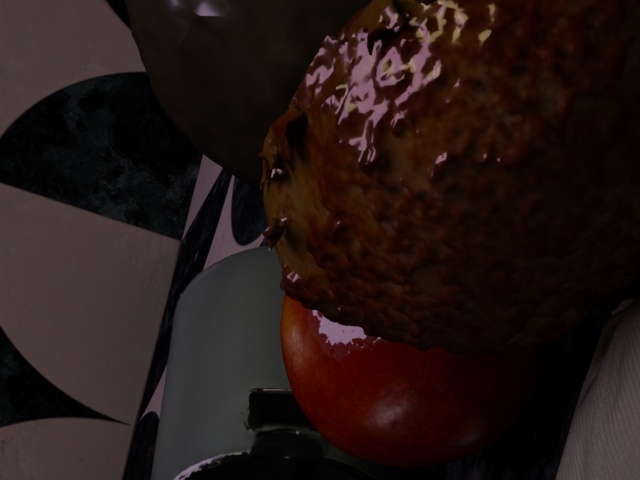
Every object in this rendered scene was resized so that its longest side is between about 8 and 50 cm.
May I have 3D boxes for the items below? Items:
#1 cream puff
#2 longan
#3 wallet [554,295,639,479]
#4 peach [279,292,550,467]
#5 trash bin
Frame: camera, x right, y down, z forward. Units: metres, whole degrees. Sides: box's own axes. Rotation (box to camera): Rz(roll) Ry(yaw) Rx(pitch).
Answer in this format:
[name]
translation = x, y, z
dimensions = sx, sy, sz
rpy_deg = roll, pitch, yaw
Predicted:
[cream puff]
translation = 0.125, -0.068, 0.713
dimensions = 0.350, 0.229, 0.350
rpy_deg = -48, -1, -1
[longan]
translation = 0.006, -0.228, 1.133
dimensions = 0.391, 0.391, 0.391
rpy_deg = -162, 90, -77
[wallet]
translation = 0.191, 0.142, 0.569
dimensions = 0.335, 0.068, 0.274
rpy_deg = 171, 113, -68
[peach]
translation = 0.067, 0.064, 0.896
dimensions = 0.192, 0.190, 0.190
rpy_deg = -30, 41, 49
[trash bin]
translation = -0.034, 0.164, 1.111
dimensions = 0.262, 0.217, 0.277
rpy_deg = -90, 5, -51
